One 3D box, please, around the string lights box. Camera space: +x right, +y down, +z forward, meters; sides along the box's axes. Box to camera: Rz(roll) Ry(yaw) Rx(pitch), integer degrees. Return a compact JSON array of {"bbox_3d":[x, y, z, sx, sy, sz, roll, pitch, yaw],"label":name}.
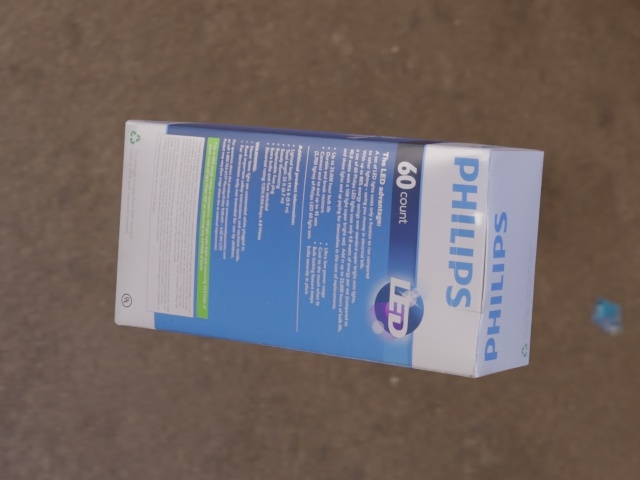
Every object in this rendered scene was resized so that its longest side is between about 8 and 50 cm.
[{"bbox_3d":[0.000,0.000,1.095,0.076,0.259,0.133,-4,99,-59],"label":"string lights box"}]
